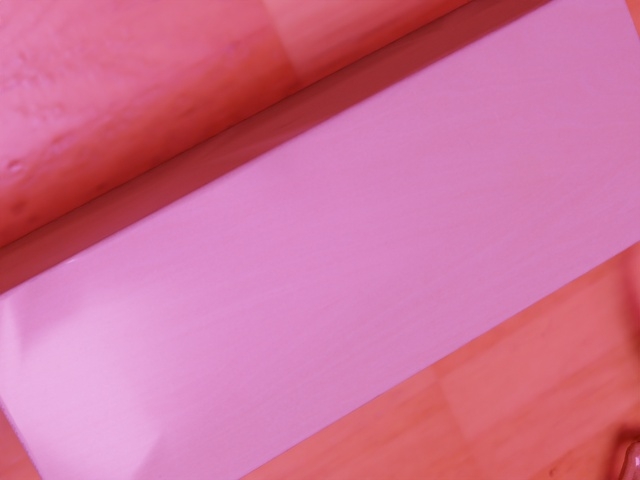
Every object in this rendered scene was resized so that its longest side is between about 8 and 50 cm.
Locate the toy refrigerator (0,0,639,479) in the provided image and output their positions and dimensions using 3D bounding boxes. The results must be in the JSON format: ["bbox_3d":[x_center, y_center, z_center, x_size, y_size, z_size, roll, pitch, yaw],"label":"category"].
[{"bbox_3d":[0.000,0.000,0.522,0.269,0.094,0.102,-30,106,-13],"label":"toy refrigerator"}]

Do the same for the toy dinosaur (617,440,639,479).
[{"bbox_3d":[0.178,0.082,0.636,0.211,0.064,0.112,40,69,-33],"label":"toy dinosaur"}]
